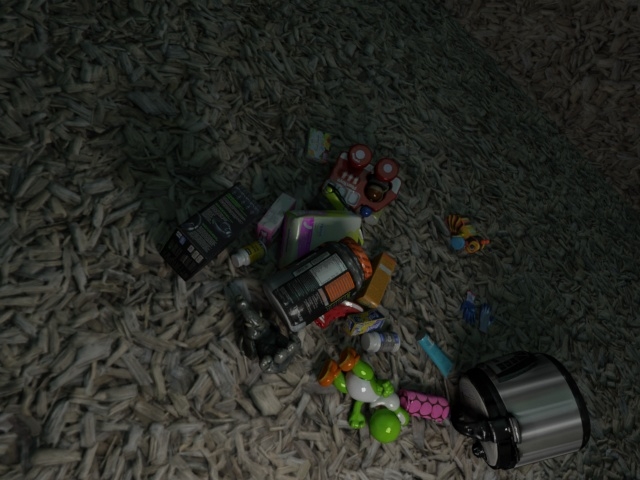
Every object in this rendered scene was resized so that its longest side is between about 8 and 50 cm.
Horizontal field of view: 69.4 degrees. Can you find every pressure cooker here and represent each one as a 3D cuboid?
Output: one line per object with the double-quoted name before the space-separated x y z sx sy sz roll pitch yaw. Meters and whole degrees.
"pressure cooker" 0.693 0.628 1.688 0.420 0.370 0.375 -13 38 -2

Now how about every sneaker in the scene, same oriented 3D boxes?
"sneaker" 0.050 0.273 1.704 0.221 0.087 0.128 22 75 -20
"sneaker" 0.074 -0.087 1.848 0.300 0.121 0.111 53 17 -22

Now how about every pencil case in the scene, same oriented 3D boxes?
"pencil case" 0.385 0.623 1.739 0.209 0.095 0.098 19 88 -21

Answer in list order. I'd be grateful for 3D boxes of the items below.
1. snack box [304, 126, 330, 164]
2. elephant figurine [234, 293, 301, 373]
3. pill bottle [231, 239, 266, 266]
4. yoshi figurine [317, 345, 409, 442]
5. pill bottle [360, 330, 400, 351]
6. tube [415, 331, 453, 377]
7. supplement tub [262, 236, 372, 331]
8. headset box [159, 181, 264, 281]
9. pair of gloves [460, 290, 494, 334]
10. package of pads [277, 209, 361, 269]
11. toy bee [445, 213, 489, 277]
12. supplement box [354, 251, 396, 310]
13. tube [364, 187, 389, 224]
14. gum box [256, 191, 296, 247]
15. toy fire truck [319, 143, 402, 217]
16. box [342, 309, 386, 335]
"snack box" -0.013 -0.402 1.966 0.100 0.037 0.141 17 62 -23
"elephant figurine" -0.190 0.306 1.491 0.239 0.186 0.169 38 14 19
"pill bottle" -0.250 0.048 1.610 0.116 0.065 0.065 -30 87 -36
"yoshi figurine" 0.166 0.551 1.583 0.362 0.203 0.203 44 70 -11
"pill bottle" 0.226 0.383 1.748 0.137 0.078 0.078 7 66 -29
"tube" 0.471 0.464 1.885 0.207 0.052 0.080 50 58 -10
"supplement tub" -0.007 0.139 1.556 0.338 0.207 0.207 -31 87 -16
"headset box" -0.340 -0.032 1.475 0.131 0.246 0.283 49 54 -5
"pair of gloves" 0.720 0.332 2.106 0.198 0.023 0.159 33 56 -15
"package of pads" 0.000 0.000 1.697 0.297 0.101 0.229 -1 108 -33
"toy bee" 0.709 -0.005 2.160 0.195 0.162 0.298 -33 89 -39
"supplement box" 0.220 0.162 1.840 0.080 0.078 0.233 36 55 -13
"tube" 0.256 -0.167 2.021 0.240 0.062 0.070 -63 141 -37
"gum box" -0.164 -0.071 1.678 0.062 0.107 0.188 28 54 8
"toy fire truck" 0.175 -0.235 1.929 0.302 0.169 0.254 27 77 -5
"box" 0.165 0.305 1.721 0.169 0.059 0.054 -3 34 -44
